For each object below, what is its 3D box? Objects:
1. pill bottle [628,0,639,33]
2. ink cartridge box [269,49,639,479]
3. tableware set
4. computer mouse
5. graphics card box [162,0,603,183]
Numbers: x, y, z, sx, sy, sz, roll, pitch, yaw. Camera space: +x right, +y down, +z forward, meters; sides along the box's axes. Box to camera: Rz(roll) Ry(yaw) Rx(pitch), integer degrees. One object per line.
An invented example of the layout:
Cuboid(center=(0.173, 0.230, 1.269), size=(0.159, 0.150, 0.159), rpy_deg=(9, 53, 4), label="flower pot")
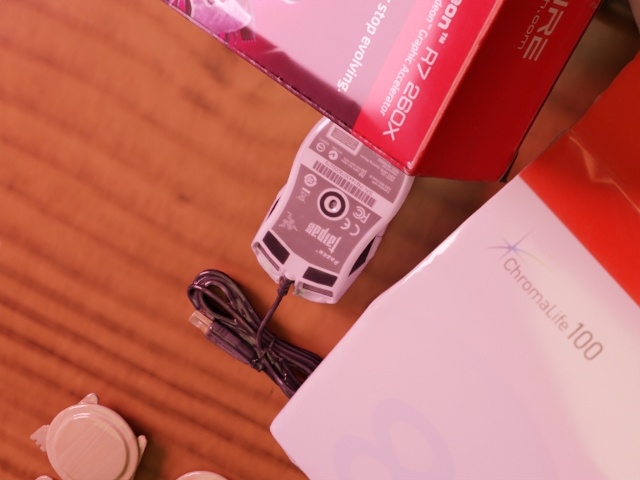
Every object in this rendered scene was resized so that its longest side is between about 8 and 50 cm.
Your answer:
Cuboid(center=(0.284, -0.018, 0.682), size=(0.176, 0.176, 0.319), rpy_deg=(-19, 100, 16), label="pill bottle")
Cuboid(center=(0.168, 0.105, 0.667), size=(0.308, 0.091, 0.385), rpy_deg=(49, 139, 12), label="ink cartridge box")
Cuboid(center=(-0.129, 0.188, 0.907), size=(0.168, 0.020, 0.141), rpy_deg=(35, 111, 0), label="tableware set")
Cuboid(center=(0.000, 0.000, 0.821), size=(0.106, 0.042, 0.193), rpy_deg=(36, 114, 6), label="computer mouse")
Cuboid(center=(-0.016, -0.219, 0.667), size=(0.371, 0.094, 0.233), rpy_deg=(38, 112, 28), label="graphics card box")
